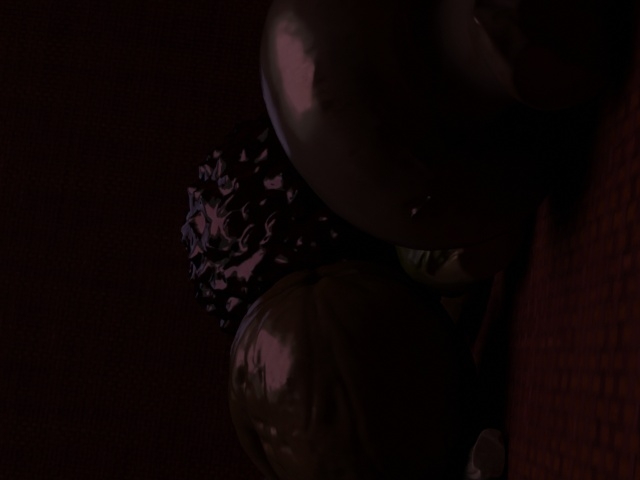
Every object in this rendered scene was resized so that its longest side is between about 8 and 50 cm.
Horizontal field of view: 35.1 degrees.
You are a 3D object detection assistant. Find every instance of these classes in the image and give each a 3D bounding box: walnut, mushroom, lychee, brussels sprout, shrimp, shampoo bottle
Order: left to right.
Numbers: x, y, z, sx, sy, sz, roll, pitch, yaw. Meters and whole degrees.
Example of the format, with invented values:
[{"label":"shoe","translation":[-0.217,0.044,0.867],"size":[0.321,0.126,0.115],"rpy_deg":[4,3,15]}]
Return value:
[{"label":"lychee","translation":[0.000,0.000,1.482],"size":[0.500,0.424,0.425],"rpy_deg":[-34,40,49]},{"label":"walnut","translation":[0.041,0.175,1.119],"size":[0.277,0.252,0.313],"rpy_deg":[7,123,55]},{"label":"brussels sprout","translation":[0.138,-0.028,1.048],"size":[0.161,0.144,0.180],"rpy_deg":[-64,20,-7]},{"label":"shrimp","translation":[0.178,0.052,1.281],"size":[0.133,0.053,0.236],"rpy_deg":[-85,3,-48]},{"label":"mushroom","translation":[0.114,-0.144,0.820],"size":[0.290,0.297,0.298],"rpy_deg":[-17,60,51]},{"label":"shampoo bottle","translation":[0.160,0.234,1.018],"size":[0.141,0.034,0.049],"rpy_deg":[91,180,-62]}]

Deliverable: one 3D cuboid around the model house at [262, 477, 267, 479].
[{"label":"model house","translation":[0.031,0.460,1.658],"size":[0.298,0.243,0.284],"rpy_deg":[72,-148,-54]}]
